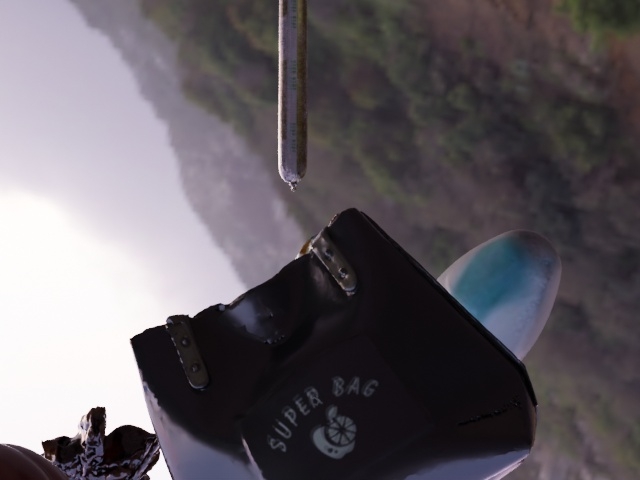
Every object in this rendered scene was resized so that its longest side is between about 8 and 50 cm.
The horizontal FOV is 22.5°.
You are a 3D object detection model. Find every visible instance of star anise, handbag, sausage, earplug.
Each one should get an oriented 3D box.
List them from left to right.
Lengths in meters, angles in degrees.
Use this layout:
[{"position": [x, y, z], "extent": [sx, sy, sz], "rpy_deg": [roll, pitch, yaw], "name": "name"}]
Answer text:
[{"position": [-0.338, 0.334, 2.352], "extent": [0.190, 0.220, 0.126], "rpy_deg": [16, -130, -7], "name": "star anise"}, {"position": [-0.030, -0.185, 1.757], "extent": [0.032, 0.269, 0.033], "rpy_deg": [0, 171, 0], "name": "sausage"}, {"position": [0.002, 0.146, 1.448], "extent": [0.288, 0.342, 0.152], "rpy_deg": [57, 174, 13], "name": "handbag"}, {"position": [0.185, 0.118, 1.998], "extent": [0.185, 0.324, 0.185], "rpy_deg": [30, -153, -17], "name": "earplug"}]

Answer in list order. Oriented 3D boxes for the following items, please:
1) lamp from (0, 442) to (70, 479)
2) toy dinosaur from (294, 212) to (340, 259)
[{"position": [-0.374, 0.354, 1.679], "extent": [0.257, 0.303, 0.303], "rpy_deg": [33, -162, 25], "name": "lamp"}, {"position": [0.004, 0.001, 2.127], "extent": [0.044, 0.106, 0.187], "rpy_deg": [34, -129, 5], "name": "toy dinosaur"}]
